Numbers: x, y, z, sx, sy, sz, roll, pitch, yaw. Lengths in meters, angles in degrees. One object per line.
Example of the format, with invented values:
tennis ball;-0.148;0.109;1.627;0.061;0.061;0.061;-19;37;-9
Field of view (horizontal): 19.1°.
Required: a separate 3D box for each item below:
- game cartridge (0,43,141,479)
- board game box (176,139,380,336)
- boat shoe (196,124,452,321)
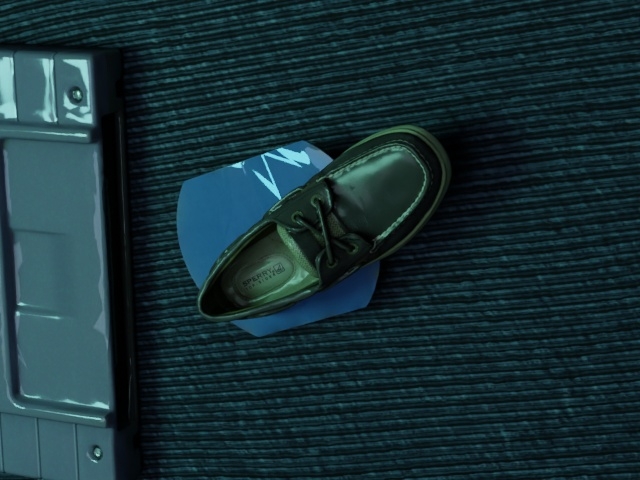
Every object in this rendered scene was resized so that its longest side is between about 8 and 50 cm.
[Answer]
game cartridge;-0.261;0.018;1.537;0.230;0.068;0.355;4;105;21
board game box;-0.026;-0.004;1.429;0.168;0.033;0.133;-18;101;31
boat shoe;-0.001;-0.001;1.353;0.223;0.073;0.080;-35;93;33
